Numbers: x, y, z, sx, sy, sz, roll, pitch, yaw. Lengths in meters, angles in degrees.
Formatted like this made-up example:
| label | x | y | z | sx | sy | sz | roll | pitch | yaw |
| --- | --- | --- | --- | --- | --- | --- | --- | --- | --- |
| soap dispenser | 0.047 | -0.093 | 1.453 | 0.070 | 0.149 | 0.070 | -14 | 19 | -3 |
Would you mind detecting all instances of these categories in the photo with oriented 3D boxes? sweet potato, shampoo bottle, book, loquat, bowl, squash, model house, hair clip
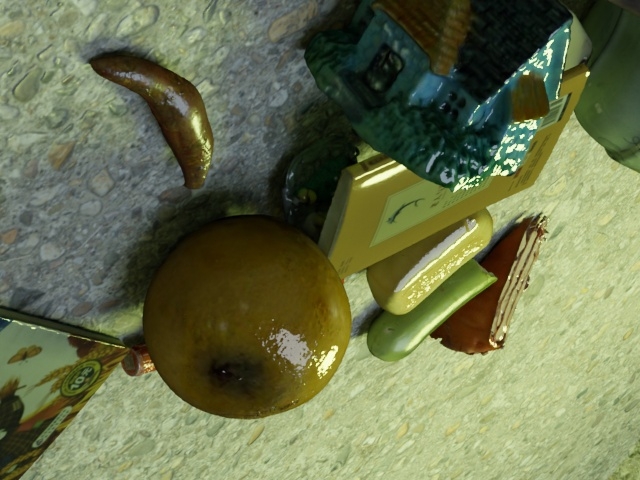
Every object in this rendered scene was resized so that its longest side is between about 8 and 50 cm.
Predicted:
| label | x | y | z | sx | sy | sz | roll | pitch | yaw |
| --- | --- | --- | --- | --- | --- | --- | --- | --- | --- |
| sweet potato | -0.164 | -0.141 | 1.566 | 0.078 | 0.058 | 0.255 | -23 | 149 | 7 |
| shampoo bottle | -0.174 | 0.143 | 1.954 | 0.221 | 0.051 | 0.108 | -12 | 141 | -43 |
| book | 0.166 | -0.081 | 1.866 | 0.389 | 0.032 | 0.269 | -24 | 155 | -26 |
| loquat | -0.093 | 0.100 | 1.780 | 0.263 | 0.263 | 0.263 | -31 | 150 | -20 |
| bowl | 0.454 | -0.260 | 2.004 | 0.307 | 0.163 | 0.307 | -62 | -170 | 19 |
| squash | 0.177 | 0.109 | 2.337 | 0.250 | 0.083 | 0.083 | -37 | 152 | -17 |
| book | -0.443 | 0.198 | 1.699 | 0.300 | 0.039 | 0.428 | -48 | 152 | 10 |
| model house | 0.157 | -0.231 | 1.626 | 0.226 | 0.261 | 0.241 | -11 | 140 | -46 |
| hair clip | 0.001 | 0.001 | 1.937 | 0.138 | 0.091 | 0.321 | -31 | 151 | -27 |

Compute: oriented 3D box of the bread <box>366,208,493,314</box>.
| label | x | y | z | sx | sy | sz | roll | pitch | yaw |
| --- | --- | --- | --- | --- | --- | --- | --- | --- | --- |
| bread | 0.158 | 0.012 | 2.147 | 0.217 | 0.098 | 0.147 | -38 | 153 | -3 |

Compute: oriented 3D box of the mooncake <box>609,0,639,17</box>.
| label | x | y | z | sx | sy | sz | roll | pitch | yaw |
| --- | --- | --- | --- | --- | --- | --- | --- | --- | --- |
| mooncake | 0.355 | -0.369 | 1.677 | 0.306 | 0.306 | 0.154 | 4 | 121 | -54 |

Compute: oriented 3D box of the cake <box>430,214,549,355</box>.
| label | x | y | z | sx | sy | sz | roll | pitch | yaw |
| --- | --- | --- | --- | --- | --- | --- | --- | --- | --- |
| cake | 0.311 | 0.078 | 2.436 | 0.287 | 0.135 | 0.098 | -53 | 138 | 1 |

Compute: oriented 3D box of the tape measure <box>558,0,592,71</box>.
| label | x | y | z | sx | sy | sz | roll | pitch | yaw |
| --- | --- | --- | --- | --- | --- | --- | --- | --- | --- |
| tape measure | 0.224 | -0.213 | 1.887 | 0.271 | 0.133 | 0.231 | -44 | 153 | 8 |
